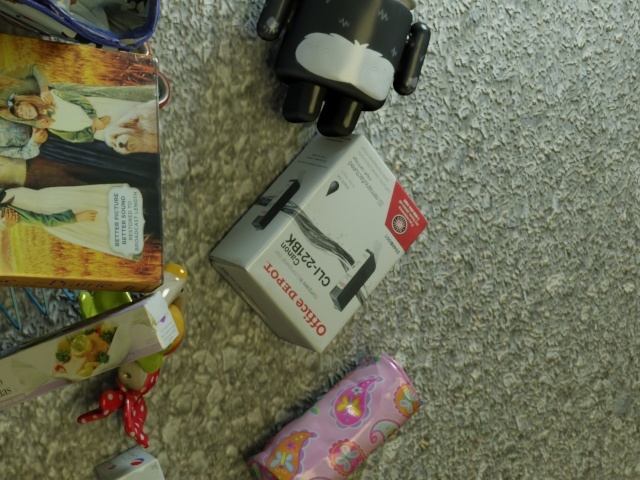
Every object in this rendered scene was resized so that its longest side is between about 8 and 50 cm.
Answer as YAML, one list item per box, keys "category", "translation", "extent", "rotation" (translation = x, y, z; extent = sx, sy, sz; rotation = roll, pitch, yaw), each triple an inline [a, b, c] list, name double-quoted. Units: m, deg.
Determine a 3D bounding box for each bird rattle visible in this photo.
- category: "bird rattle"
  translation: [-0.230, 0.147, 1.592]
  extent: [0.254, 0.143, 0.207]
  rotation: [91, 22, -43]

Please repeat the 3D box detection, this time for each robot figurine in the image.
- category: "robot figurine"
  translation: [0.035, -0.290, 1.684]
  extent: [0.209, 0.173, 0.278]
  rotation: [21, 86, -58]

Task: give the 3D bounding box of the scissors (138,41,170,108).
- category: "scissors"
  translation: [-0.285, -0.152, 1.517]
  extent: [0.109, 0.021, 0.297]
  rotation: [55, 46, -28]

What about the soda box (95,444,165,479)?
- category: "soda box"
  translation: [-0.248, 0.410, 1.684]
  extent: [0.073, 0.069, 0.216]
  rotation: [-25, 111, -27]

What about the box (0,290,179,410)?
- category: "box"
  translation: [-0.334, 0.150, 1.459]
  extent: [0.323, 0.067, 0.063]
  rotation: [-21, 98, 15]

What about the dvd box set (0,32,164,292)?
- category: "dvd box set"
  translation: [-0.393, -0.099, 1.384]
  extent: [0.420, 0.062, 0.308]
  rotation: [5, 73, -28]

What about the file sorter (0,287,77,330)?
- category: "file sorter"
  translation: [-0.404, 0.052, 1.465]
  extent: [0.170, 0.104, 0.118]
  rotation: [-28, 144, -26]

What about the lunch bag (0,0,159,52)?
- category: "lunch bag"
  translation: [-0.349, -0.387, 1.313]
  extent: [0.239, 0.328, 0.386]
  rotation: [-37, 119, -17]

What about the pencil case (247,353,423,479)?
- category: "pencil case"
  translation: [0.025, 0.297, 1.817]
  extent: [0.284, 0.124, 0.124]
  rotation: [-39, 118, -23]

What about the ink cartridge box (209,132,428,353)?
- category: "ink cartridge box"
  translation: [0.000, 0.000, 1.744]
  extent: [0.273, 0.114, 0.197]
  rotation: [-49, 121, -16]
